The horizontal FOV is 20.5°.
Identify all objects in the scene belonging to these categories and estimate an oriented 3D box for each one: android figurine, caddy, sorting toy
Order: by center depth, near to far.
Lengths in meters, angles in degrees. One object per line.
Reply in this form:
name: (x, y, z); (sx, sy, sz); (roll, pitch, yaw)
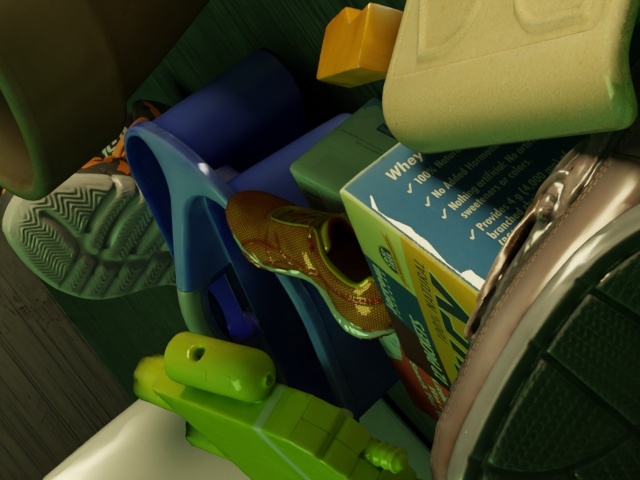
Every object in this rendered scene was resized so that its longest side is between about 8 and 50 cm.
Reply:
sorting toy: (0.081, -0.150, 0.754); (0.041, 0.229, 0.307); (13, 176, -19)
android figurine: (-0.024, 0.160, 1.424); (0.273, 0.056, 0.248); (12, 154, 42)
caddy: (-0.037, 0.017, 1.438); (0.241, 0.179, 0.341); (40, 161, 38)

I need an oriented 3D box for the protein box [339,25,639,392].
protein box: (0.158, 0.006, 0.817); (0.201, 0.200, 0.136); (39, 161, 39)

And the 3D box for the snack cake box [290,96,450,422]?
snack cake box: (0.097, 0.040, 1.277); (0.152, 0.089, 0.264); (30, 155, 49)

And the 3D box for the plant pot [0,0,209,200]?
plant pot: (-0.146, -0.231, 0.985); (0.323, 0.280, 0.323); (46, 165, 17)

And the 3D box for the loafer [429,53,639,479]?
loafer: (0.140, -0.016, 0.670); (0.109, 0.302, 0.095); (38, 180, -29)

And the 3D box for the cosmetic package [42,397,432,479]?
cosmetic package: (-0.065, 0.321, 1.927); (0.327, 0.329, 0.394); (48, 163, 13)

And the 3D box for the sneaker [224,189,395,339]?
sneaker: (0.000, 0.000, 1.213); (0.175, 0.064, 0.067); (31, 136, 38)

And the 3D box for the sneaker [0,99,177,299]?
sneaker: (-0.185, -0.045, 1.598); (0.321, 0.124, 0.180); (13, -148, -51)
